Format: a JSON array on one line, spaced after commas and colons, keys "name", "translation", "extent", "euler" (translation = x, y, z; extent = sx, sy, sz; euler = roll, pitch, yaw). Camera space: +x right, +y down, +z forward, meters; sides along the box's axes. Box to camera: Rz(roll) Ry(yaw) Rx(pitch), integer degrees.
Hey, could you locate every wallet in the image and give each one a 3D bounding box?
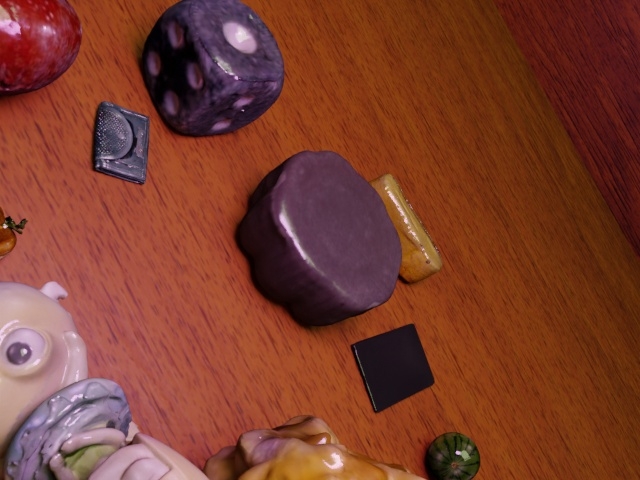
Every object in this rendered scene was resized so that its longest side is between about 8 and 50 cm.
[{"name": "wallet", "translation": [-0.313, -0.159, 0.960], "extent": [0.088, 0.026, 0.129], "euler": [17, 56, -38]}]

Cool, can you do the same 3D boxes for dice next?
[{"name": "dice", "translation": [-0.185, -0.298, 1.049], "extent": [0.181, 0.183, 0.182], "euler": [-15, 78, -46]}]

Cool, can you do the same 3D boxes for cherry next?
[{"name": "cherry", "translation": [-0.422, -0.285, 0.815], "extent": [0.249, 0.192, 0.175], "euler": [-37, 133, -58]}]

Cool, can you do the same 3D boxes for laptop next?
[{"name": "laptop", "translation": [0.145, 0.246, 1.188], "extent": [0.197, 0.016, 0.135], "euler": [-8, 74, -45]}]

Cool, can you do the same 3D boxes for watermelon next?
[{"name": "watermelon", "translation": [0.251, 0.410, 1.134], "extent": [0.109, 0.109, 0.109], "euler": [23, 53, -34]}]

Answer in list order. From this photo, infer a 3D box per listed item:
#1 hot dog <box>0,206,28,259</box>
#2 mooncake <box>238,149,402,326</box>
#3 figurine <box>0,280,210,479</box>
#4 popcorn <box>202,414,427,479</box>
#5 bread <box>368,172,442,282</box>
[{"name": "hot dog", "translation": [-0.440, 0.013, 0.715], "extent": [0.188, 0.055, 0.072], "euler": [-43, 120, -51]}, {"name": "mooncake", "translation": [0.000, 0.000, 1.081], "extent": [0.306, 0.154, 0.306], "euler": [23, 52, -33]}, {"name": "figurine", "translation": [-0.240, 0.206, 0.625], "extent": [0.227, 0.394, 0.274], "euler": [-58, 158, -8]}, {"name": "popcorn", "translation": [-0.014, 0.402, 0.692], "extent": [0.390, 0.344, 0.354], "euler": [-54, 133, -43]}, {"name": "bread", "translation": [0.171, -0.026, 1.311], "extent": [0.246, 0.094, 0.102], "euler": [59, 32, -2]}]
